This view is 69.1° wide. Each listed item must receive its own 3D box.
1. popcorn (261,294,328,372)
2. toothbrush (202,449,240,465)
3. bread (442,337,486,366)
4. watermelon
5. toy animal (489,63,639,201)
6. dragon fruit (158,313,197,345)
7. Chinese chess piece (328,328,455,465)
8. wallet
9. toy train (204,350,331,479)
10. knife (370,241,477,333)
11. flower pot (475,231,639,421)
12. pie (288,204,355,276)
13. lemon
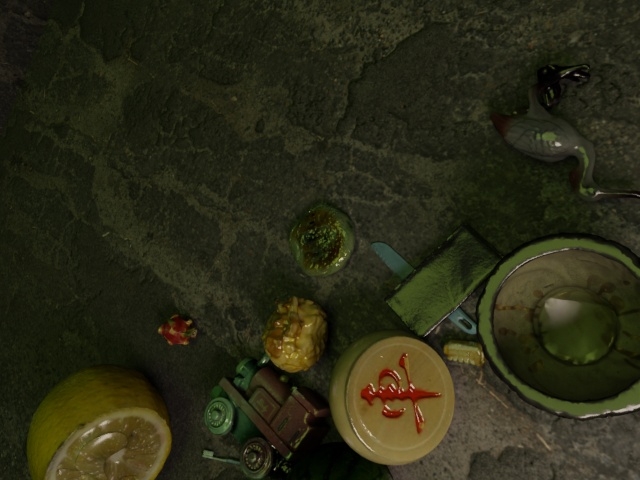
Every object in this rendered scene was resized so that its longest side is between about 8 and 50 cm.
[{"bbox_3d":[-0.059,0.212,1.076,0.170,0.180,0.180,37,102,-6],"label":"popcorn"},{"bbox_3d":[-0.219,0.561,1.185,0.219,0.016,0.019,-3,70,31],"label":"toothbrush"},{"bbox_3d":[0.292,0.225,0.941,0.087,0.033,0.049,-1,94,34],"label":"bread"},{"bbox_3d":[0.036,0.522,0.910,0.242,0.242,0.243,-6,77,29],"label":"watermelon"},{"bbox_3d":[0.453,-0.197,0.896,0.195,0.090,0.325,-20,69,26],"label":"toy animal"},{"bbox_3d":[-0.398,0.256,1.313,0.116,0.081,0.086,17,78,32],"label":"dragon fruit"},{"bbox_3d":[0.139,0.300,0.903,0.250,0.097,0.251,3,76,-14],"label":"Chinese chess piece"},{"bbox_3d":[0.258,0.086,0.977,0.244,0.025,0.124,-45,59,6],"label":"wallet"},{"bbox_3d":[-0.130,0.407,1.099,0.304,0.150,0.222,34,87,32],"label":"toy train"},{"bbox_3d":[0.220,0.098,1.021,0.313,0.019,0.045,45,105,31],"label":"knife"},{"bbox_3d":[0.411,0.135,0.754,0.266,0.267,0.267,-6,79,30],"label":"flower pot"},{"bbox_3d":[0.000,0.000,1.151,0.186,0.041,0.187,-6,78,30],"label":"pie"},{"bbox_3d":[-0.592,0.498,1.242,0.363,0.364,0.365,-6,77,29],"label":"lemon"}]
